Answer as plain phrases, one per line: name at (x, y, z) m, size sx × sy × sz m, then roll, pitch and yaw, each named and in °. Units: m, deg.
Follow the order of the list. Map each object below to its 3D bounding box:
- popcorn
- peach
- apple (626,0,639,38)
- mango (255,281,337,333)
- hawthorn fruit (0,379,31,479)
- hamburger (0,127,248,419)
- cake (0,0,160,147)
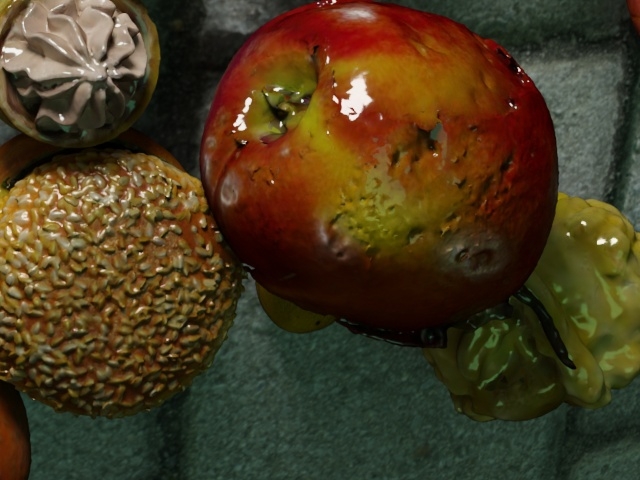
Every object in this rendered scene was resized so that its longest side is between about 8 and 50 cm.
popcorn at (0.274, 0.080, 1.838) m, size 0.349 × 0.349 × 0.381 m, roll -50°, pitch 163°, yaw 6°
peach at (0.086, -0.074, 1.563) m, size 0.353 × 0.339 × 0.416 m, roll -24°, pitch 142°, yaw 30°
apple at (0.585, -0.332, 1.777) m, size 0.364 × 0.364 × 0.364 m, roll -11°, pitch 120°, yaw -20°
mango at (0.001, 0.003, 1.823) m, size 0.157 × 0.109 × 0.262 m, roll 7°, pitch 111°, yaw -24°
hawthorn fruit at (-0.470, 0.212, 1.639) m, size 0.277 × 0.277 × 0.298 m, roll 8°, pitch 93°, yaw -28°
hamburger at (-0.260, 0.033, 1.630) m, size 0.330 × 0.250 × 0.330 m, roll -11°, pitch 120°, yaw -20°
cake at (-0.251, -0.189, 1.479) m, size 0.207 × 0.178 × 0.185 m, roll 6°, pitch 99°, yaw -44°
